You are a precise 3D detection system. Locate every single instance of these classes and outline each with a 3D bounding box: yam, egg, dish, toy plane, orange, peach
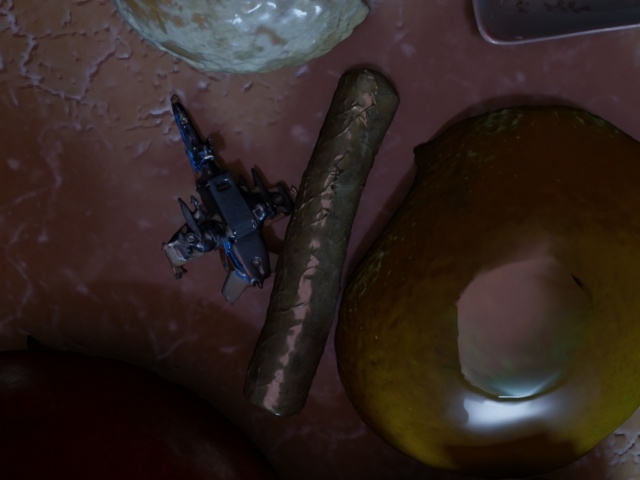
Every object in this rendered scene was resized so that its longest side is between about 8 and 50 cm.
[{"bbox_3d":[0.000,0.000,0.990,0.066,0.066,0.300,17,91,0],"label":"yam"},{"bbox_3d":[-0.071,-0.228,0.909,0.233,0.195,0.195,25,103,12],"label":"egg"},{"bbox_3d":[0.223,-0.245,0.944,0.212,0.077,0.151,-7,100,5],"label":"dish"},{"bbox_3d":[-0.087,-0.042,1.013,0.135,0.062,0.188,-24,97,-21],"label":"toy plane"},{"bbox_3d":[0.170,0.057,0.975,0.262,0.196,0.334,36,95,-18],"label":"orange"},{"bbox_3d":[-0.205,0.276,0.966,0.406,0.310,0.335,30,105,-4],"label":"peach"}]

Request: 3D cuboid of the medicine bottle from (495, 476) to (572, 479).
[{"bbox_3d":[0.175,0.284,0.964,0.149,0.222,0.112,-45,54,-10],"label":"medicine bottle"}]
